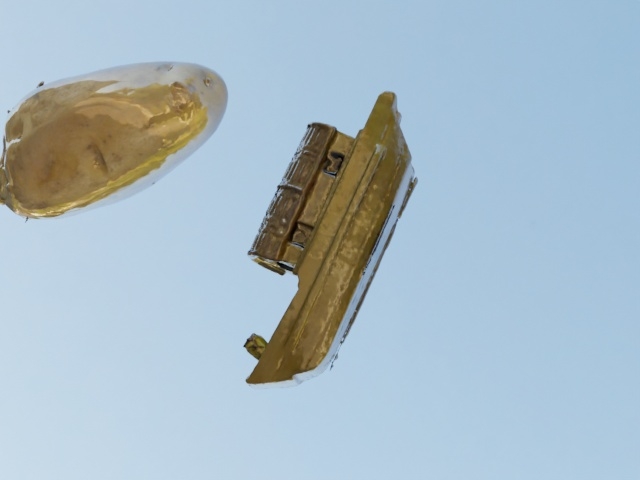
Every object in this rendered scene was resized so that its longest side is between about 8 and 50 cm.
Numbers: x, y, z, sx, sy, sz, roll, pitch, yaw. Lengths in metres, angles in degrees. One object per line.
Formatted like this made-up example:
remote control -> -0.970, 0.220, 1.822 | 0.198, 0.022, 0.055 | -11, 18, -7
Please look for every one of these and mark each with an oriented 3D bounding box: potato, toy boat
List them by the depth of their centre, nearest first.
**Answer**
toy boat -> 0.000, 0.000, 0.959 | 0.088, 0.226, 0.068 | 23, -10, 10
potato -> -0.204, -0.100, 1.271 | 0.234, 0.161, 0.128 | -24, -94, 34
